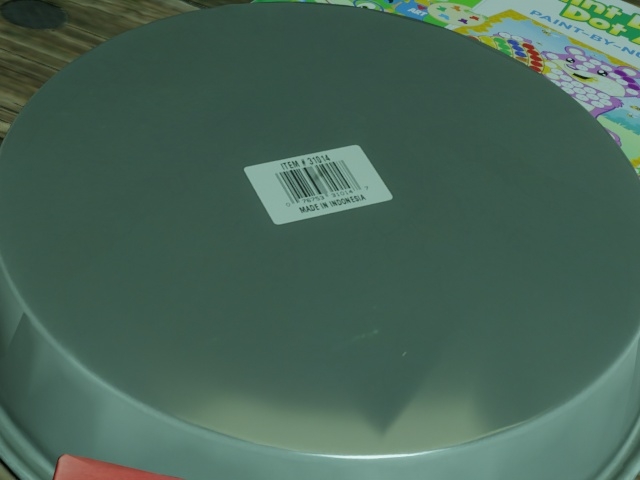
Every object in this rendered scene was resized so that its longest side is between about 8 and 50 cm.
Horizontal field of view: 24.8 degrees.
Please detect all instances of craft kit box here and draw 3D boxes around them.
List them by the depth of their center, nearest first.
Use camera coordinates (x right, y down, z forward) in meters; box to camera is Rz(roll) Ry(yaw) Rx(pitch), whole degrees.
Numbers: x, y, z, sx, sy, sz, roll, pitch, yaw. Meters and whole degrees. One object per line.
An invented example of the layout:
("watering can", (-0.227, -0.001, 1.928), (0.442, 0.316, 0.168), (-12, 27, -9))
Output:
("craft kit box", (0.096, -0.080, 0.776), (0.250, 0.061, 0.246), (26, 32, 17))

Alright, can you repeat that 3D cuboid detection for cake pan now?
("cake pan", (0.000, 0.000, 0.567), (0.293, 0.054, 0.293), (4, 43, -4))

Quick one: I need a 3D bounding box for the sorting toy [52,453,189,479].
("sorting toy", (-0.101, 0.126, 0.331), (0.255, 0.089, 0.257), (14, 29, -7))
